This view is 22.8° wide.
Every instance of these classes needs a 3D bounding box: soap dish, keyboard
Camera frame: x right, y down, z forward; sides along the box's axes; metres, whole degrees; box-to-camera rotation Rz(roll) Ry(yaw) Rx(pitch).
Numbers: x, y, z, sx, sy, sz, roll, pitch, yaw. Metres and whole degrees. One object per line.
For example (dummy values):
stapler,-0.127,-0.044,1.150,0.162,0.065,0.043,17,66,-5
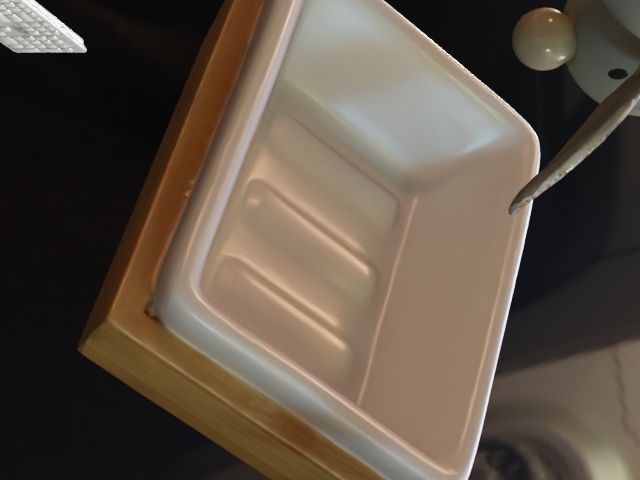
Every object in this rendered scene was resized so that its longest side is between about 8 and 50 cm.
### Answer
soap dish,0.000,0.000,0.899,0.229,0.118,0.290,37,48,-23
keyboard,-0.277,-0.198,1.318,0.256,0.072,0.014,38,49,-70

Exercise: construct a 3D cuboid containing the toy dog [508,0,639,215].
toy dog,0.101,-0.089,0.532,0.333,0.161,0.220,90,-4,-64
